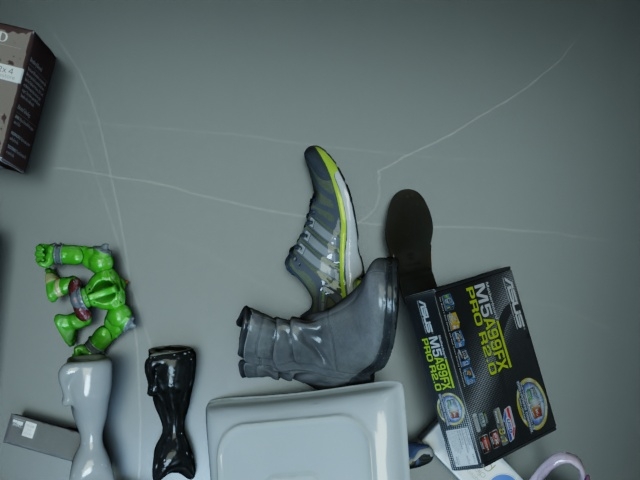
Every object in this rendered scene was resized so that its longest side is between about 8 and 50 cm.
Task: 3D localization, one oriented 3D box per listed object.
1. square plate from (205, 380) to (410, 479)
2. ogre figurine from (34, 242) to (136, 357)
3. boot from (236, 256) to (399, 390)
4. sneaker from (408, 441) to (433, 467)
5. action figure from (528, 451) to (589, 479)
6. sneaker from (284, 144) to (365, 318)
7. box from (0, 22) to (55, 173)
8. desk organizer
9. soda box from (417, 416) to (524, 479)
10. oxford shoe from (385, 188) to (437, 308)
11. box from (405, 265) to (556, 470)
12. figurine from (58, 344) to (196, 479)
[{"bbox_3d":[-0.028,0.395,1.733,0.344,0.049,0.347,-10,77,27],"label":"square plate"},{"bbox_3d":[-0.359,0.089,1.818,0.118,0.097,0.197,-18,76,9],"label":"ogre figurine"},{"bbox_3d":[-0.012,0.131,1.717,0.223,0.338,0.118,11,49,-4],"label":"boot"},{"bbox_3d":[0.070,0.314,1.804,0.211,0.080,0.081,1,78,16],"label":"sneaker"},{"bbox_3d":[0.488,0.479,1.782,0.370,0.248,0.275,0,51,-30],"label":"action figure"},{"bbox_3d":[0.000,0.000,1.827,0.121,0.111,0.300,-9,85,1],"label":"sneaker"},{"bbox_3d":[-0.526,-0.226,1.794,0.168,0.167,0.203,13,86,-1],"label":"box"},{"bbox_3d":[-0.420,0.307,1.823,0.130,0.050,0.047,16,86,0],"label":"desk organizer"},{"bbox_3d":[0.254,0.362,1.828,0.074,0.069,0.216,-44,88,-3],"label":"soda box"},{"bbox_3d":[0.142,0.023,1.850,0.076,0.076,0.212,-4,71,0],"label":"oxford shoe"},{"bbox_3d":[0.247,0.189,1.777,0.060,0.216,0.270,-18,86,42],"label":"box"},{"bbox_3d":[-0.292,0.276,1.787,0.215,0.092,0.209,-4,93,-25],"label":"figurine"}]
